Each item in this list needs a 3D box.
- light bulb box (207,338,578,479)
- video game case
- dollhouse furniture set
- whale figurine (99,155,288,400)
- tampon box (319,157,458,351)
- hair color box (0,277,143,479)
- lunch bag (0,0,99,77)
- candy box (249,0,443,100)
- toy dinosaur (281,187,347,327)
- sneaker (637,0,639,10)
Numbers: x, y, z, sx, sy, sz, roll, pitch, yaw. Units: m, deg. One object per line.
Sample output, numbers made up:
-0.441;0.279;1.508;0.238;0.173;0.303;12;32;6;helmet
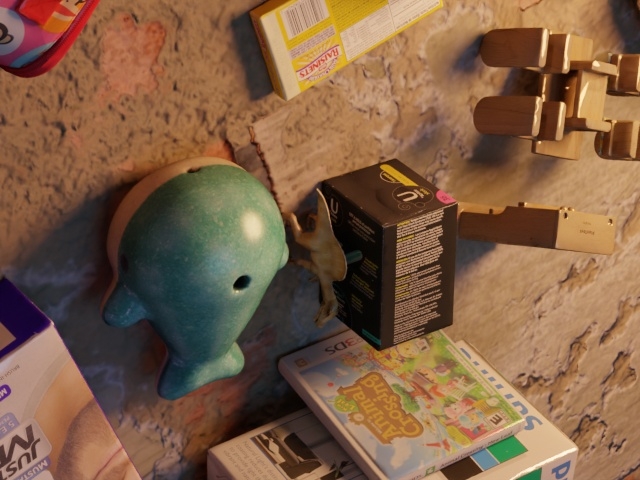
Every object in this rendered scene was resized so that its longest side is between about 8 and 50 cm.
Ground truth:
0.075;0.361;2.066;0.361;0.225;0.358;-21;134;-26;light bulb box
0.089;0.170;1.987;0.193;0.212;0.023;-21;139;-27;video game case
0.251;-0.113;2.025;0.212;0.161;0.242;7;89;-41;dollhouse furniture set
-0.114;0.053;1.805;0.216;0.141;0.272;-19;127;-29;whale figurine
0.073;0.014;1.942;0.101;0.120;0.161;-18;126;-28;tampon box
-0.298;0.225;1.793;0.185;0.110;0.339;-37;135;-16;hair color box
-0.220;-0.286;1.431;0.120;0.258;0.293;30;96;-44;lunch bag
0.029;-0.236;1.819;0.206;0.027;0.105;-33;133;-18;candy box
0.000;0.000;1.896;0.053;0.092;0.183;-22;128;-27;toy dinosaur
0.457;-0.221;2.093;0.105;0.115;0.281;-51;143;0;sneaker
